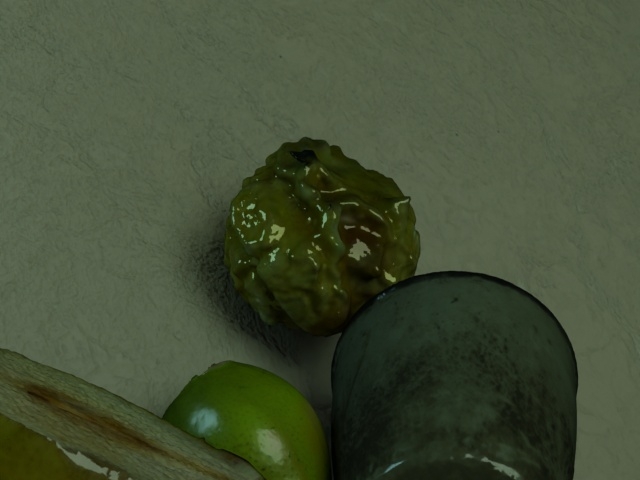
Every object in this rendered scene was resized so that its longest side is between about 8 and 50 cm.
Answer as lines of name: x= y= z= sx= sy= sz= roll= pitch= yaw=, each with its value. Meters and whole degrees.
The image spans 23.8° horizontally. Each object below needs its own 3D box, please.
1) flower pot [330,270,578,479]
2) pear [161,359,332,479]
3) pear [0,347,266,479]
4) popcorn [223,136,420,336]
flower pot: x=0.147 y=0.238 z=1.669 sx=0.293 sy=0.293 sz=0.330 roll=36 pitch=25 yaw=-14
pear: x=-0.070 y=0.244 z=1.632 sx=0.219 sy=0.187 sz=0.187 roll=47 pitch=40 yaw=15
pear: x=-0.254 y=0.239 z=1.425 sx=0.386 sy=0.191 sz=0.340 roll=27 pitch=2 yaw=-5
popcorn: x=0.000 y=-0.009 z=1.842 sx=0.249 sy=0.225 sz=0.249 roll=10 pitch=26 yaw=-5
